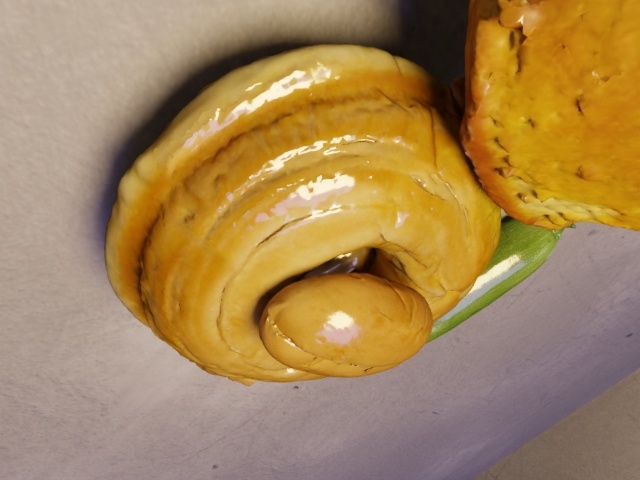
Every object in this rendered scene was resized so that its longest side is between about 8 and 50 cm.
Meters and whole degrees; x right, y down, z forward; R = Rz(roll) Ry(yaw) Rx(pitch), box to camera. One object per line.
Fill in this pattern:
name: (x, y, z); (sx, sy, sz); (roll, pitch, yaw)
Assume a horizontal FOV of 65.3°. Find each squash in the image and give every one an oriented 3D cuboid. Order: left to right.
squash: (0.243, 0.072, 0.843); (0.395, 0.107, 0.107); (-35, 140, 11)

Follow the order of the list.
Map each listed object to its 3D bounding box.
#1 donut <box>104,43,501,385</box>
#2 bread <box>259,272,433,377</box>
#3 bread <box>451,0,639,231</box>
donut: (0.000, 0.000, 0.559); (0.449, 0.198, 0.449); (-15, 140, -13)
bread: (0.034, 0.083, 0.457); (0.189, 0.077, 0.114); (13, 123, -35)
bread: (0.271, -0.161, 0.402); (0.358, 0.204, 0.337); (34, 89, -45)
